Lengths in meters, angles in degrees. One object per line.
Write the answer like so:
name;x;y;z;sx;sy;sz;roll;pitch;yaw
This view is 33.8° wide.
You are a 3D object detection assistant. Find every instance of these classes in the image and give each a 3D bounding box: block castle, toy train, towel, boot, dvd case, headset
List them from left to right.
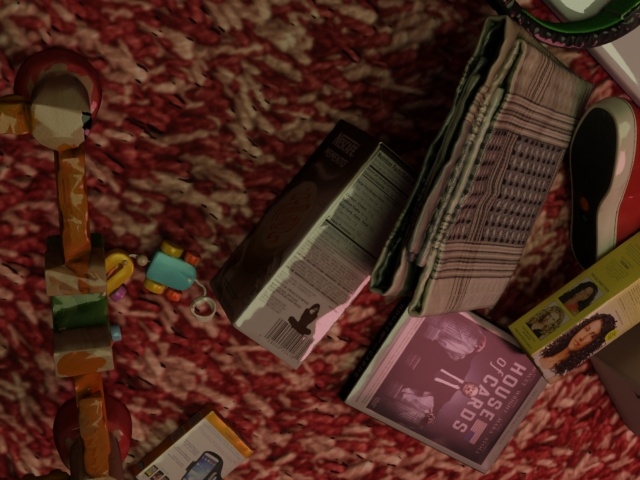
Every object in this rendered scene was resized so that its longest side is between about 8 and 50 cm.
block castle;-0.347;0.053;1.022;0.303;0.213;0.453;-6;109;-13
toy train;-0.205;0.061;1.169;0.166;0.046;0.125;-15;112;-9
dvd case;0.166;0.175;1.327;0.239;0.029;0.179;30;97;-23
towel;0.193;-0.063;1.147;0.324;0.056;0.312;7;109;-60
headset;0.228;-0.387;1.102;0.243;0.185;0.394;-40;121;3
boot;0.396;-0.083;1.267;0.176;0.088;0.244;-18;132;-12

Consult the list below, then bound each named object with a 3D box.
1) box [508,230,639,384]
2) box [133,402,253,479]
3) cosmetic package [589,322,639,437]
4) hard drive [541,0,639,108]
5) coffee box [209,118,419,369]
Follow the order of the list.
box;0.347;0.073;1.277;0.232;0.058;0.087;-38;137;3
box;-0.158;0.267;1.259;0.136;0.028;0.081;-39;114;1
cosmetic package;0.473;0.165;1.352;0.184;0.151;0.151;-35;113;-5
hard drive;0.428;-0.260;1.241;0.319;0.040;0.210;42;92;-18
coffee box;0.000;0.000;1.159;0.098;0.141;0.246;38;92;-24
